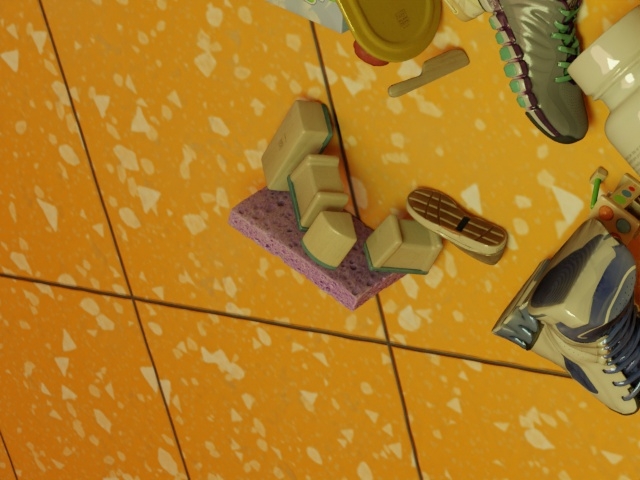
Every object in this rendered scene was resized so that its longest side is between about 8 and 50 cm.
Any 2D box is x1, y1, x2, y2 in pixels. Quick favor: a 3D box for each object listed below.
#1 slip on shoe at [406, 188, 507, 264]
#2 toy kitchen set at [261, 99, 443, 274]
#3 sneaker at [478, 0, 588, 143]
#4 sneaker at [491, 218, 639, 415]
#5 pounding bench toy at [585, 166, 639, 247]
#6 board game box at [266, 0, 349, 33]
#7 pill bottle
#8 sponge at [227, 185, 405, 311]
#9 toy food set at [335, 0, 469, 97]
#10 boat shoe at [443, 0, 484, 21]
[{"bbox_3d":[0.159,-0.015,1.816,0.135,0.051,0.041,26,144,21],"label":"slip on shoe"},{"bbox_3d":[0.039,-0.049,1.895,0.122,0.166,0.207,126,141,-47],"label":"toy kitchen set"},{"bbox_3d":[0.238,-0.208,1.583,0.098,0.083,0.224,-20,101,43],"label":"sneaker"},{"bbox_3d":[0.311,0.090,1.653,0.182,0.127,0.315,34,168,1],"label":"sneaker"},{"bbox_3d":[0.310,-0.035,1.641,0.083,0.065,0.052,40,137,17],"label":"pounding bench toy"},{"bbox_3d":[-0.043,-0.351,1.782,0.211,0.039,0.160,26,132,27],"label":"board game box"},{"bbox_3d":[0.353,-0.114,1.496,0.229,0.131,0.131,50,139,5],"label":"pill bottle"},{"bbox_3d":[0.000,0.000,1.919,0.210,0.117,0.031,36,135,21],"label":"sponge"},{"bbox_3d":[0.060,-0.262,1.686,0.071,0.128,0.218,1,121,58],"label":"toy food set"},{"bbox_3d":[0.118,-0.305,1.642,0.170,0.063,0.059,52,136,4],"label":"boat shoe"}]
